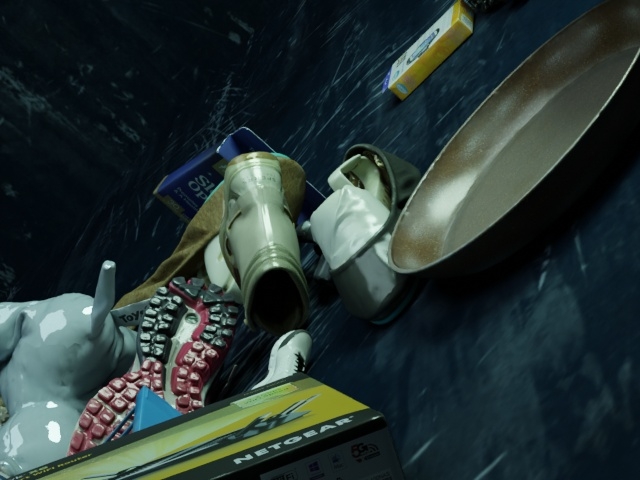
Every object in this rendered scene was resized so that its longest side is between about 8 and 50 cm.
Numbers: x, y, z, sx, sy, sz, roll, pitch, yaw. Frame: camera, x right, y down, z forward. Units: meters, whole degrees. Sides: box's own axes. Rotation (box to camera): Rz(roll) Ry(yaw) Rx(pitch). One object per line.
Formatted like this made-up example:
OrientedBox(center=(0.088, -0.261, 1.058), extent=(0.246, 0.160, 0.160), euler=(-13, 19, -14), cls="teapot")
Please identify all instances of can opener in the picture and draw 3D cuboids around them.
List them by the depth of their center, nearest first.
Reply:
OrientedBox(center=(0.000, 0.000, 1.857), extent=(0.073, 0.059, 0.186), euler=(-49, 13, -2), cls="can opener")

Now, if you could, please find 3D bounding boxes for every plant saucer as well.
OrientedBox(center=(0.178, -0.078, 1.523), extent=(0.310, 0.050, 0.310), euler=(-44, 14, 14), cls="plant saucer")

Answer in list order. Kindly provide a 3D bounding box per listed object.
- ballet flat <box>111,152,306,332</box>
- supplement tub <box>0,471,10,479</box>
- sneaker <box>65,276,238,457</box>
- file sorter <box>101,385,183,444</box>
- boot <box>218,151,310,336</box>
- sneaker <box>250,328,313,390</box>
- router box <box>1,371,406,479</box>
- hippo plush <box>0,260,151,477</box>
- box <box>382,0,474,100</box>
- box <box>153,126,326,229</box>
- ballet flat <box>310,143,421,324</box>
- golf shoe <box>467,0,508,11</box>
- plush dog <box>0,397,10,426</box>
OrientedBox(center=(-0.129, 0.048, 2.072), extent=(0.342, 0.116, 0.124), euler=(-42, 34, 28), cls="ballet flat")
OrientedBox(center=(-0.344, 0.340, 1.602), extent=(0.235, 0.235, 0.325), euler=(-48, 13, 1), cls="supplement tub")
OrientedBox(center=(-0.157, 0.176, 1.794), extent=(0.112, 0.121, 0.299), euler=(103, -169, -46), cls="sneaker")
OrientedBox(center=(-0.137, 0.222, 1.536), extent=(0.104, 0.118, 0.170), euler=(-49, 12, 10), cls="file sorter")
OrientedBox(center=(-0.055, 0.036, 1.858), extent=(0.213, 0.077, 0.165), euler=(90, 169, -51), cls="boot")
OrientedBox(center=(-0.028, 0.124, 1.655), extent=(0.044, 0.040, 0.109), euler=(-13, 38, 41), cls="sneaker")
OrientedBox(center=(-0.114, 0.194, 1.304), extent=(0.309, 0.081, 0.243), euler=(-19, 7, -13), cls="router box")
OrientedBox(center=(-0.274, 0.192, 1.951), extent=(0.294, 0.234, 0.236), euler=(-12, 62, 32), cls="hippo plush")
OrientedBox(center=(0.127, -0.221, 2.162), extent=(0.136, 0.028, 0.081), euler=(-46, 13, 23), cls="box")
OrientedBox(center=(-0.097, -0.050, 2.149), extent=(0.036, 0.136, 0.225), euler=(-55, 14, -30), cls="box")
OrientedBox(center=(0.038, -0.015, 1.690), extent=(0.095, 0.096, 0.280), euler=(-44, 14, 18), cls="ballet flat")
OrientedBox(center=(0.210, -0.317, 2.090), extent=(0.094, 0.077, 0.198), euler=(-40, 18, -12), cls="golf shoe")
OrientedBox(center=(-0.371, 0.253, 2.146), extent=(0.262, 0.210, 0.225), euler=(-33, 29, -9), cls="plush dog")
